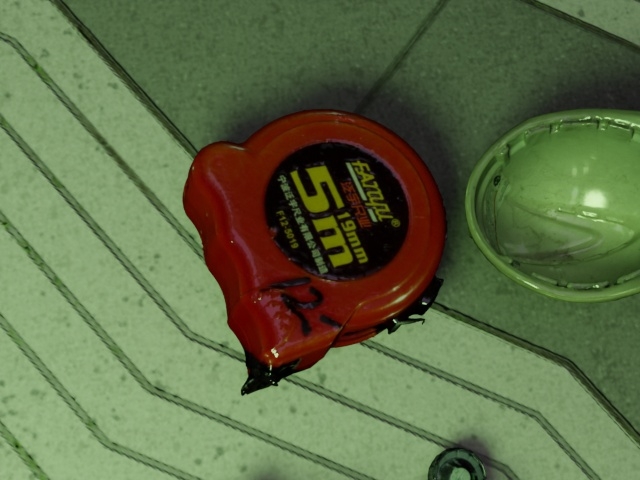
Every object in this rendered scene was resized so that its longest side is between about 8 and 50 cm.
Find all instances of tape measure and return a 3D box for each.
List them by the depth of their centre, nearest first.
[{"bbox_3d":[0.000,-0.001,1.251,0.260,0.114,0.253,-18,76,-20],"label":"tape measure"}]

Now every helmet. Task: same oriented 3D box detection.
[{"bbox_3d":[0.283,-0.022,1.293,0.258,0.137,0.204,-1,72,12],"label":"helmet"}]

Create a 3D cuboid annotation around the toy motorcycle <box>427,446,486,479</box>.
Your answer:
[{"bbox_3d":[0.113,0.292,1.198,0.106,0.074,0.190,40,68,-7],"label":"toy motorcycle"}]
